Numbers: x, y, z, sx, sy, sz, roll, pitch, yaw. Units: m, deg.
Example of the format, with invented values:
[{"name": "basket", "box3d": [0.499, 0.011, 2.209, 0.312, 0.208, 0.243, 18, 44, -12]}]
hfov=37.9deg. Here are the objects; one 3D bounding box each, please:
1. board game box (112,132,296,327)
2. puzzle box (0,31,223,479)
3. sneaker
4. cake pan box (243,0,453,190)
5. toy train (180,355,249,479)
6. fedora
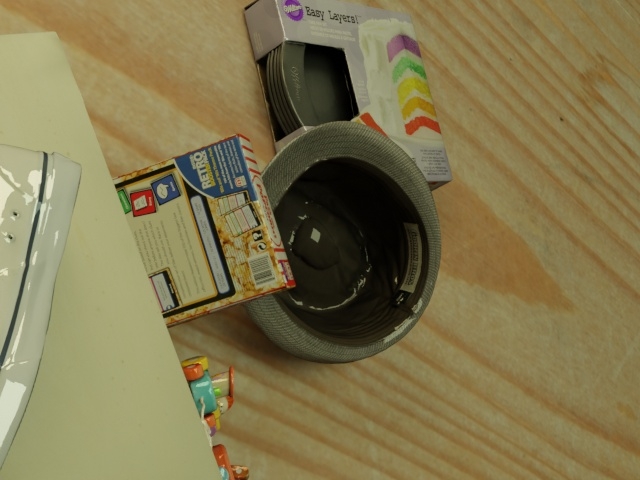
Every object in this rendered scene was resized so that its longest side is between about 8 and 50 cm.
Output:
[{"name": "board game box", "box3d": [-0.137, 0.003, 0.854, 0.045, 0.193, 0.146, 10, 62, -81]}, {"name": "puzzle box", "box3d": [-0.251, 0.047, 0.689, 0.272, 0.052, 0.409, -18, 86, -46]}, {"name": "sneaker", "box3d": [-0.230, 0.049, 0.620, 0.091, 0.094, 0.258, 15, 58, -20]}, {"name": "cake pan box", "box3d": [0.036, -0.179, 1.172, 0.267, 0.070, 0.245, -2, 73, -44]}, {"name": "toy train", "box3d": [-0.091, 0.176, 0.866, 0.046, 0.166, 0.125, -14, 58, -11]}, {"name": "fedora", "box3d": [0.000, 0.000, 0.997, 0.275, 0.124, 0.243, 35, 81, -34]}]
